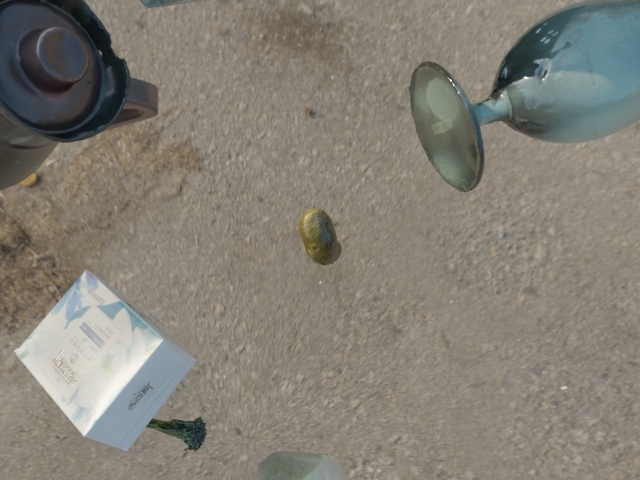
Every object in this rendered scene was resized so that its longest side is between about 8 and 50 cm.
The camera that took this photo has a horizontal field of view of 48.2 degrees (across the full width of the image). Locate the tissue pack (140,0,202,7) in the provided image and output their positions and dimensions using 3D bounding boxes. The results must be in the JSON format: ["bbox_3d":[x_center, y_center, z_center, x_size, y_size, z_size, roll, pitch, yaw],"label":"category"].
[{"bbox_3d":[0.024,-0.273,0.501,0.311,0.227,0.128,-33,104,-50],"label":"tissue pack"}]

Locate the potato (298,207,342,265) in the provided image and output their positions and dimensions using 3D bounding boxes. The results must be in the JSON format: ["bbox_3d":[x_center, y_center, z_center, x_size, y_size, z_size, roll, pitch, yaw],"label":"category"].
[{"bbox_3d":[0.000,0.000,0.894,0.045,0.092,0.047,-5,47,15],"label":"potato"}]

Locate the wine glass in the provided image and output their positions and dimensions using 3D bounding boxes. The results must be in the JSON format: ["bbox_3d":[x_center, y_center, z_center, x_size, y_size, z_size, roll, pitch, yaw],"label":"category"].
[{"bbox_3d":[0.168,-0.109,0.477,0.202,0.093,0.093,-24,78,-12],"label":"wine glass"}]

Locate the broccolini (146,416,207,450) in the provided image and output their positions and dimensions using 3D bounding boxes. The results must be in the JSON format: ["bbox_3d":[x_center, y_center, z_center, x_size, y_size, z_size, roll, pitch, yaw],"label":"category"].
[{"bbox_3d":[-0.325,0.356,1.392,0.216,0.058,0.067,9,103,11],"label":"broccolini"}]

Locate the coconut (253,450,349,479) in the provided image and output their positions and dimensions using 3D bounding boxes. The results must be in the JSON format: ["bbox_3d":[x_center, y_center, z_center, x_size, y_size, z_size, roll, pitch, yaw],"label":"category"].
[{"bbox_3d":[-0.040,0.540,1.446,0.239,0.239,0.244,-32,84,-13],"label":"coconut"}]

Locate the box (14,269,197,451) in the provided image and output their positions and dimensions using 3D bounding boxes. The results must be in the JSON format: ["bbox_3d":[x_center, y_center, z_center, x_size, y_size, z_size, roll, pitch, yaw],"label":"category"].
[{"bbox_3d":[-0.392,0.211,1.297,0.274,0.116,0.203,32,80,37],"label":"box"}]

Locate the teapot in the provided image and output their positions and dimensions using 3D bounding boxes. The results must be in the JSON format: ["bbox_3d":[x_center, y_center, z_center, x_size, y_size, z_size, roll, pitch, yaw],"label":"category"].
[{"bbox_3d":[-0.468,-0.234,1.134,0.376,0.361,0.306,7,81,-49],"label":"teapot"}]
